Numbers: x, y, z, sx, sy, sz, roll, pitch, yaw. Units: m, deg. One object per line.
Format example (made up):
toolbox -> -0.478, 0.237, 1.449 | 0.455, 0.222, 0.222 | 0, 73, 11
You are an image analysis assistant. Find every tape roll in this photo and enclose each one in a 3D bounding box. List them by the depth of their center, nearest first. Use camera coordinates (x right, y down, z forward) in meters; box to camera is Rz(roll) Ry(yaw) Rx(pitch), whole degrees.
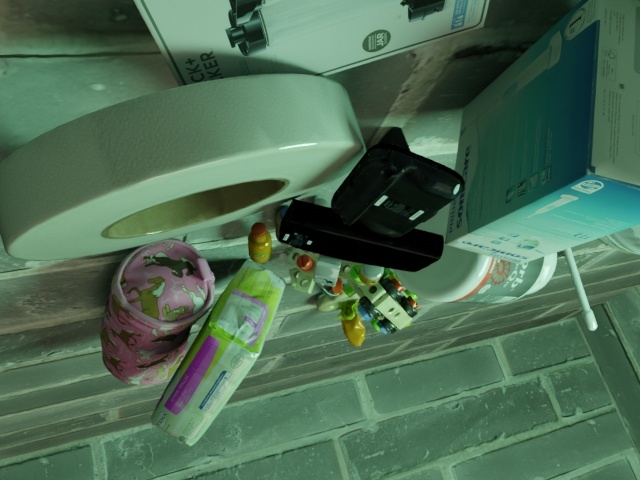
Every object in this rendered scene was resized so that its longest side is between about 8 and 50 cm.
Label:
tape roll -> -0.143, -0.065, 0.654 | 0.392, 0.072, 0.392 | -18, 177, -1

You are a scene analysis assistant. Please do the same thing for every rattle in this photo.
rattle -> 0.053, 0.179, 1.491 | 0.130, 0.143, 0.200 | 2, 164, 0

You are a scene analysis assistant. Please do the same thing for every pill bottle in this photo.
pill bottle -> 0.317, 0.020, 1.192 | 0.210, 0.210, 0.363 | -33, 155, 35

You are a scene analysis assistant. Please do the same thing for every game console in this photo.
game console -> 0.075, -0.027, 0.745 | 0.213, 0.044, 0.361 | 13, 164, -9

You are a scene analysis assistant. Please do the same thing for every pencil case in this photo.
pencil case -> -0.301, 0.144, 1.092 | 0.167, 0.160, 0.386 | -58, -178, -34

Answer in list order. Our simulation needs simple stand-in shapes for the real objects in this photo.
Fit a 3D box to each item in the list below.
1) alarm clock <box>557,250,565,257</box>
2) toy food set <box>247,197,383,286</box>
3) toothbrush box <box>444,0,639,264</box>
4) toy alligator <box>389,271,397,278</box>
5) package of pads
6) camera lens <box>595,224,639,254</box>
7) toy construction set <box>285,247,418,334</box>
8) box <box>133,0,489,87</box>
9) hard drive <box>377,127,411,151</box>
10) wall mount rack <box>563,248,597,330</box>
alarm clock -> 0.590, 0.035, 1.655 | 0.192, 0.064, 0.129 | -9, 158, -14
toy food set -> 0.000, 0.000, 1.007 | 0.232, 0.111, 0.104 | 15, 157, 2
toothbrush box -> 0.278, -0.111, 0.717 | 0.126, 0.216, 0.295 | 15, 162, -12
toy alligator -> 0.166, 0.103, 1.507 | 0.051, 0.056, 0.190 | 23, 159, 7
package of pads -> -0.170, 0.180, 1.074 | 0.229, 0.101, 0.296 | -56, -174, 20
camera lens -> 0.431, -0.101, 0.849 | 0.219, 0.219, 0.274 | -16, -165, -4
toy construction set -> 0.087, 0.086, 1.224 | 0.151, 0.215, 0.327 | -49, 143, 16
box -> -0.002, -0.223, 0.506 | 0.290, 0.087, 0.169 | -17, 159, -2
hard drive -> 0.110, -0.082, 0.877 | 0.022, 0.135, 0.094 | -7, 157, -30
wall mount rack -> 0.498, -0.033, 1.049 | 0.350, 0.304, 0.130 | -22, 149, 1
